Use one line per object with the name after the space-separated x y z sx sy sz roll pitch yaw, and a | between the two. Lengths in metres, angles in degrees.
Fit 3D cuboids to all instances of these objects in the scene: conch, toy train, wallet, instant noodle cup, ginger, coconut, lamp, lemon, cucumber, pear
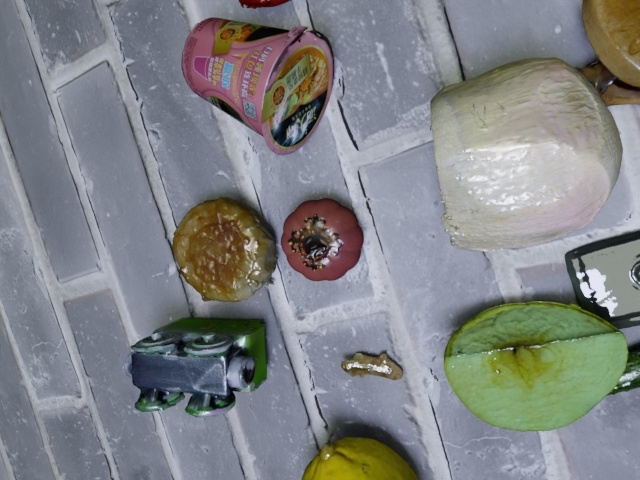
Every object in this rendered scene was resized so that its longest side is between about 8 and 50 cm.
0.488 -0.262 0.672 0.233 0.086 0.080 -6 71 13 | conch
-0.269 0.276 0.921 0.307 0.249 0.173 -2 94 19 | toy train
0.587 0.064 0.705 0.245 0.052 0.168 -19 88 23 | wallet
-0.136 -0.332 0.813 0.255 0.244 0.243 29 106 20 | instant noodle cup
0.116 0.283 0.902 0.137 0.044 0.057 3 70 13 | ginger
0.315 -0.135 0.638 0.255 0.297 0.297 -5 96 18 | coconut
0.000 0.000 0.848 0.182 0.140 0.181 1 94 18 | lamp
0.088 0.565 0.840 0.268 0.268 0.321 -13 93 20 | lemon
0.565 0.235 0.727 0.227 0.069 0.069 -32 87 23 | cucumber
0.392 0.245 0.758 0.288 0.139 0.239 -14 108 16 | pear

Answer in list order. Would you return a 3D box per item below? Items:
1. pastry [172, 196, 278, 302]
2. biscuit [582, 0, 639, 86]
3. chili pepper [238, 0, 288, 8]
-0.219 0.020 0.939 0.236 0.121 0.257 -29 86 17 | pastry
0.579 -0.388 0.609 0.344 0.057 0.287 -16 80 7 | biscuit
-0.003 -0.577 0.779 0.388 0.110 0.110 -31 87 20 | chili pepper
